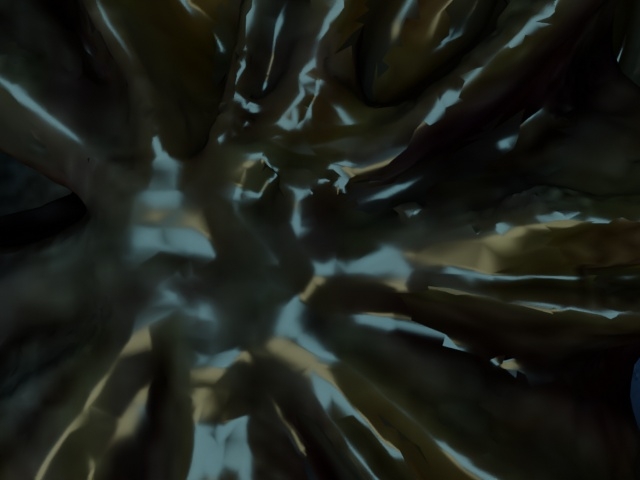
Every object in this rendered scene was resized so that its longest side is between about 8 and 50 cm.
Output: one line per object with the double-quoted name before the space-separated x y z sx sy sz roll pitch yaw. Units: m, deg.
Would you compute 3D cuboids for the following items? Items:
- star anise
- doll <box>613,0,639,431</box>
"star anise" -0.018 0.000 0.396 0.315 0.108 0.315 2 99 16
"doll" 0.103 0.052 0.542 0.318 0.209 0.339 -2 98 -1
